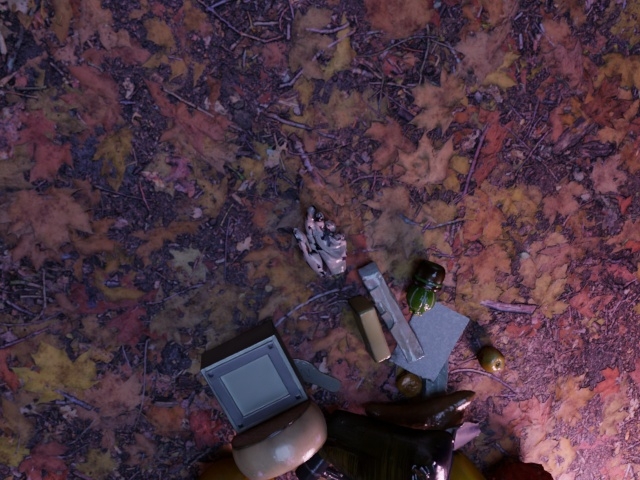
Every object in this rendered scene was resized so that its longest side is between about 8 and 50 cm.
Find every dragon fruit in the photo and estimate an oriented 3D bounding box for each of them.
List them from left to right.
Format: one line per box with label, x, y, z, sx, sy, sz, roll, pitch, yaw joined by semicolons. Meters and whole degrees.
dragon fruit;0.672;0.858;1.670;0.253;0.241;0.240;-31;108;-15

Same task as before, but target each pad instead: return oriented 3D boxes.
pad;0.334;0.306;1.552;0.158;0.003;0.234;27;96;4

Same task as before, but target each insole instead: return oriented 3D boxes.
insole;-0.017;0.412;1.531;0.189;0.004;0.064;30;97;-16

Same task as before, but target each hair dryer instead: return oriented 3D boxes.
hair dryer;0.037;0.733;1.592;0.219;0.071;0.124;39;93;-24

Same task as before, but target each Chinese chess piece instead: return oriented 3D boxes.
Chinese chess piece;-0.114;0.546;1.406;0.270;0.270;0.112;-25;90;-5

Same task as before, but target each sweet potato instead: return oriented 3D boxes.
sweet potato;0.315;0.538;1.552;0.342;0.092;0.113;-10;87;6

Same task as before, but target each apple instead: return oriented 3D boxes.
apple;0.546;0.381;1.606;0.084;0.071;0.083;-3;104;-11

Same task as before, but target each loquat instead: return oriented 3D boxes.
loquat;-0.248;0.759;1.452;0.264;0.263;0.262;-3;104;-11

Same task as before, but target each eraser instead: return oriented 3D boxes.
eraser;0.142;0.256;1.468;0.058;0.117;0.172;-22;106;-6

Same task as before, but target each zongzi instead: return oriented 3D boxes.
zongzi;0.191;0.720;1.500;0.404;0.208;0.431;6;120;29

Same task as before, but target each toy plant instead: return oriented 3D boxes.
toy plant;0.307;0.144;1.489;0.093;0.093;0.162;14;101;-15

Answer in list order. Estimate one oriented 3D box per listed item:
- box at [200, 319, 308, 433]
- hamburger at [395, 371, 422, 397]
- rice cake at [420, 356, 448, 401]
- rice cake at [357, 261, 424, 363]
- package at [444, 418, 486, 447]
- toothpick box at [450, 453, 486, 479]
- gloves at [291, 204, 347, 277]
box;-0.188;0.386;1.428;0.225;0.117;0.224;-26;107;-3
hamburger;0.278;0.452;1.583;0.083;0.044;0.076;40;92;-15
rice cake;0.364;0.464;1.602;0.085;0.040;0.225;-3;104;-4
rice cake;0.210;0.213;1.495;0.066;0.063;0.336;-30;102;2
package;0.403;0.648;1.598;0.250;0.062;0.204;-52;145;14
toothpick box;0.407;0.843;1.636;0.271;0.175;0.175;-43;108;7
gloves;0.004;-0.003;1.387;0.128;0.111;0.212;-9;109;15
